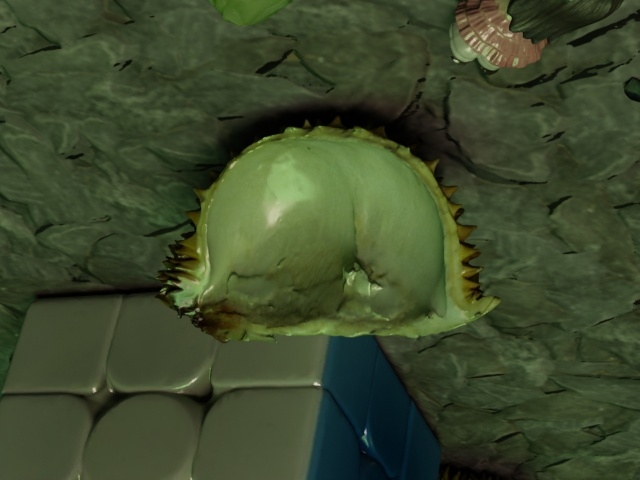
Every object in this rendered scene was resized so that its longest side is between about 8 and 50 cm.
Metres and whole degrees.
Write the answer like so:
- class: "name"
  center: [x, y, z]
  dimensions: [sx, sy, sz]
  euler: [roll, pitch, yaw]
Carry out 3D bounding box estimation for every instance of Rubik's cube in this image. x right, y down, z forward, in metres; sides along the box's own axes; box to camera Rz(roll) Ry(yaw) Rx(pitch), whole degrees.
- class: "Rubik's cube"
  center: [-0.087, 0.232, 1.177]
  dimensions: [0.291, 0.290, 0.291]
  euler: [-4, 145, 20]

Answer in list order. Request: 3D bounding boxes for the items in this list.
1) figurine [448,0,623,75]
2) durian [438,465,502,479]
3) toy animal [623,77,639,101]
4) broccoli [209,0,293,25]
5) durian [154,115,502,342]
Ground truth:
- class: "figurine"
  center: [0.124, -0.129, 0.796]
  dimensions: [0.072, 0.054, 0.129]
  euler: [17, 149, -23]
- class: "durian"
  center: [0.130, 0.265, 1.355]
  dimensions: [0.208, 0.102, 0.146]
  euler: [14, 152, 40]
- class: "toy animal"
  center: [0.255, -0.125, 0.768]
  dimensions: [0.079, 0.070, 0.253]
  euler: [47, 158, 7]
- class: "broccoli"
  center: [-0.041, -0.180, 0.686]
  dimensions: [0.195, 0.156, 0.195]
  euler: [-21, 155, -10]
- class: "durian"
  center: [0.000, 0.000, 0.947]
  dimensions: [0.252, 0.139, 0.144]
  euler: [0, 141, 17]
